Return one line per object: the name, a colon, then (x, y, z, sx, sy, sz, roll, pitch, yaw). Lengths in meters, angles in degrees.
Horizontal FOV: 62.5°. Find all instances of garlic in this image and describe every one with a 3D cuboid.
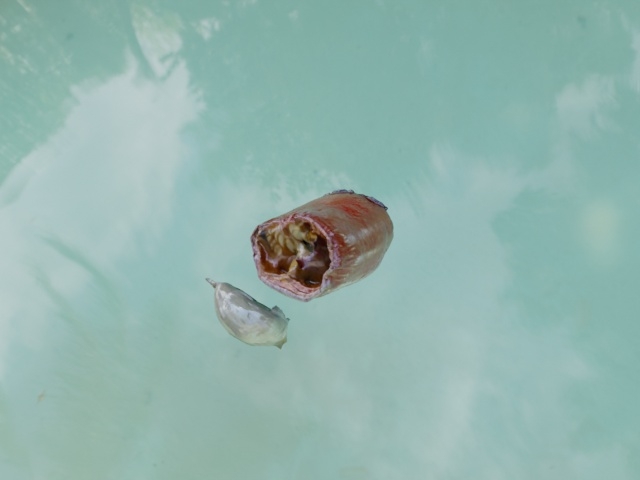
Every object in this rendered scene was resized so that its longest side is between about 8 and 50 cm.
garlic: (-0.112, 0.111, 0.769, 0.066, 0.152, 0.084, -58, 10, -20)

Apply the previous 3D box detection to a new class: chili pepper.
chili pepper: (0.000, 0.000, 1.159, 0.251, 0.305, 0.229, 27, 106, 21)
